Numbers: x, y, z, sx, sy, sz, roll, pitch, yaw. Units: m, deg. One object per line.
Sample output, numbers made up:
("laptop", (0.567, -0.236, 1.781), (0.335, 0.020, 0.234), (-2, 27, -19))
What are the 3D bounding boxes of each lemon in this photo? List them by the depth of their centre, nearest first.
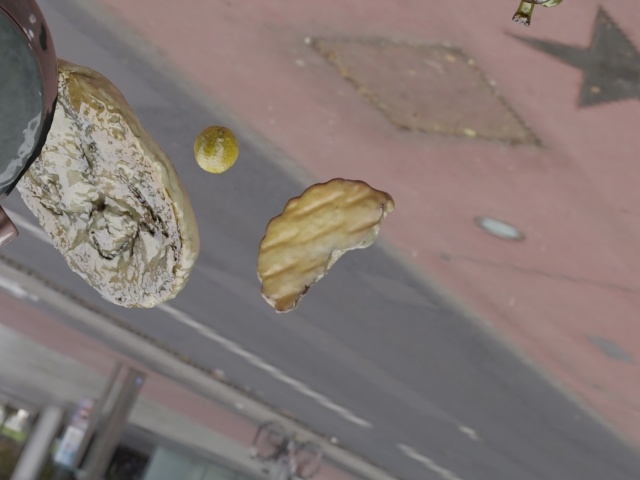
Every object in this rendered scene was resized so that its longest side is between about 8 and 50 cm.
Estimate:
("lemon", (-0.150, -0.129, 1.776), (0.065, 0.065, 0.092), (21, 147, 6))

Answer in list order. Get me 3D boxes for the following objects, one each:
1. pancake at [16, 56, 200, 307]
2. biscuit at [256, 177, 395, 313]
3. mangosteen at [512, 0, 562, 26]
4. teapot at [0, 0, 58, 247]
("pancake", (-0.289, -0.081, 1.560), (0.387, 0.082, 0.387), (32, 145, 26))
("biscuit", (0.000, 0.000, 1.400), (0.118, 0.183, 0.061), (46, 180, 36))
("mangosteen", (0.374, -0.486, 2.125), (0.172, 0.172, 0.184), (21, 156, 5))
("teapot", (-0.432, -0.162, 1.245), (0.362, 0.305, 0.376), (43, 163, 50))
